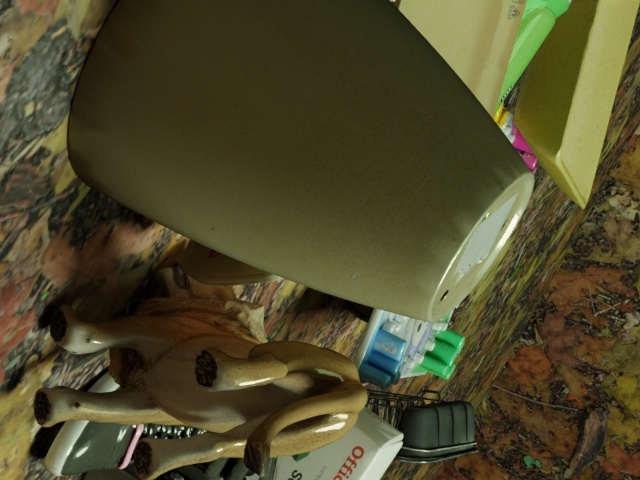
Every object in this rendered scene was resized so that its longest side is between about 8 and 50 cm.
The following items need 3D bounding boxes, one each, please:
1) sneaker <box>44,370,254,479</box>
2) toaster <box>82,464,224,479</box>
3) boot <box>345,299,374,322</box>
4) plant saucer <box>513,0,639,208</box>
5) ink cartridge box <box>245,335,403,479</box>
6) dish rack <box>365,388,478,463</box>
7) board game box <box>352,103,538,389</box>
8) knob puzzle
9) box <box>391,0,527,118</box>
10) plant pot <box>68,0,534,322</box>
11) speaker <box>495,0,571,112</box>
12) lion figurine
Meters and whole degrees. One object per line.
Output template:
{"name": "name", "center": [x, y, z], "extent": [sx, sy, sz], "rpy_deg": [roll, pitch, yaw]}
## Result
{"name": "sneaker", "center": [-0.135, 0.187, 1.348], "extent": [0.104, 0.147, 0.296], "rpy_deg": [-61, 163, 24]}
{"name": "toaster", "center": [-0.191, 0.301, 1.479], "extent": [0.185, 0.110, 0.168], "rpy_deg": [-61, 163, 16]}
{"name": "boot", "center": [0.146, -0.040, 1.824], "extent": [0.264, 0.096, 0.280], "rpy_deg": [-33, 151, -50]}
{"name": "plant saucer", "center": [0.332, -0.234, 1.796], "extent": [0.333, 0.081, 0.332], "rpy_deg": [30, 76, -71]}
{"name": "ink cartridge box", "center": [-0.041, 0.228, 1.570], "extent": [0.160, 0.219, 0.092], "rpy_deg": [-59, 164, 10]}
{"name": "dish rack", "center": [0.046, 0.216, 1.722], "extent": [0.208, 0.272, 0.074], "rpy_deg": [11, 85, -65]}
{"name": "board game box", "center": [0.181, 0.010, 1.823], "extent": [0.390, 0.050, 0.390], "rpy_deg": [-68, 162, 4]}
{"name": "knob puzzle", "center": [-0.031, -0.006, 1.160], "extent": [0.213, 0.213, 0.030], "rpy_deg": [-43, 118, -38]}
{"name": "box", "center": [0.128, -0.205, 1.357], "extent": [0.164, 0.021, 0.201], "rpy_deg": [0, 113, -37]}
{"name": "plant pot", "center": [0.007, -0.071, 0.998], "extent": [0.256, 0.274, 0.256], "rpy_deg": [-48, 161, -22]}
{"name": "speaker", "center": [0.151, -0.187, 1.483], "extent": [0.296, 0.131, 0.131], "rpy_deg": [-57, 164, 3]}
{"name": "lion figurine", "center": [-0.072, 0.114, 1.121], "extent": [0.240, 0.392, 0.142], "rpy_deg": [3, 102, -38]}
